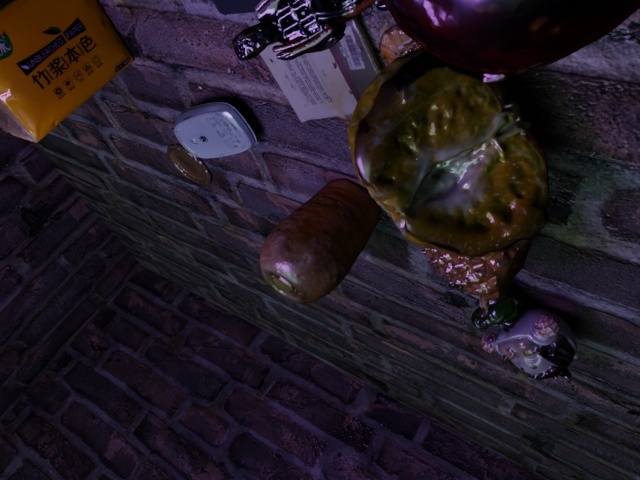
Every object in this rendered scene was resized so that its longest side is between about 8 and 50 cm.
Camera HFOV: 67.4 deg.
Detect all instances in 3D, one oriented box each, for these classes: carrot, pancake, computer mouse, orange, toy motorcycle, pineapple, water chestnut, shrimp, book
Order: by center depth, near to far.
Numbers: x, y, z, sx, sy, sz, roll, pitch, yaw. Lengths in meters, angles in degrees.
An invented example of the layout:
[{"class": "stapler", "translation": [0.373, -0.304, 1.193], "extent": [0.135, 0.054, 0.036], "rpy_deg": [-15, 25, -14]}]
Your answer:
[{"class": "water chestnut", "translation": [0.213, -0.344, 0.493], "extent": [0.351, 0.302, 0.350], "rpy_deg": [15, 112, 41]}, {"class": "toy motorcycle", "translation": [0.048, -0.388, 0.744], "extent": [0.401, 0.207, 0.134], "rpy_deg": [-13, 115, 37]}, {"class": "shrimp", "translation": [0.196, -0.315, 0.823], "extent": [0.195, 0.035, 0.148], "rpy_deg": [6, 143, 45]}, {"class": "orange", "translation": [0.206, -0.140, 0.833], "extent": [0.368, 0.271, 0.210], "rpy_deg": [49, -177, -15]}, {"class": "book", "translation": [0.007, -0.348, 1.007], "extent": [0.289, 0.026, 0.201], "rpy_deg": [8, 143, 45]}, {"class": "pineapple", "translation": [0.274, -0.039, 1.043], "extent": [0.357, 0.223, 0.223], "rpy_deg": [35, 157, 29]}, {"class": "carrot", "translation": [0.000, 0.000, 1.265], "extent": [0.224, 0.340, 0.224], "rpy_deg": [30, 151, 18]}, {"class": "computer mouse", "translation": [-0.296, -0.318, 1.358], "extent": [0.289, 0.097, 0.159], "rpy_deg": [-4, 134, 38]}, {"class": "pancake", "translation": [-0.479, -0.275, 1.745], "extent": [0.199, 0.021, 0.199], "rpy_deg": [27, 152, 16]}]

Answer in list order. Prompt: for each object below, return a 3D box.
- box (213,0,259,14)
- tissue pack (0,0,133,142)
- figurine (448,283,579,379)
[{"class": "box", "translation": [-0.135, -0.503, 0.886], "extent": [0.230, 0.050, 0.160], "rpy_deg": [16, 148, 36]}, {"class": "tissue pack", "translation": [-0.750, -0.497, 1.274], "extent": [0.228, 0.382, 0.293], "rpy_deg": [20, 151, 33]}, {"class": "figurine", "translation": [0.497, 0.210, 1.228], "extent": [0.370, 0.167, 0.281], "rpy_deg": [42, 154, 4]}]
